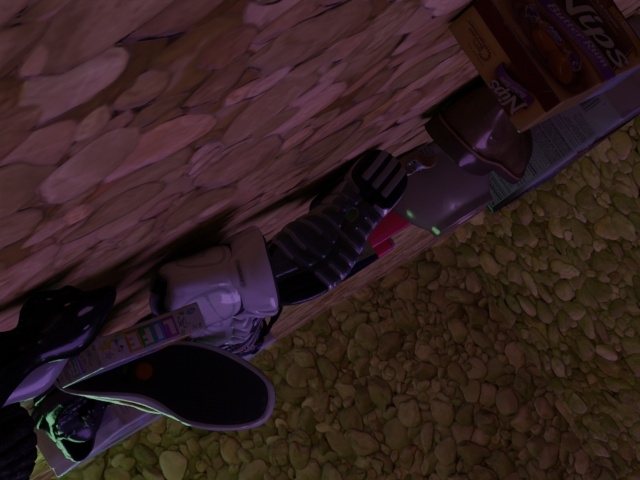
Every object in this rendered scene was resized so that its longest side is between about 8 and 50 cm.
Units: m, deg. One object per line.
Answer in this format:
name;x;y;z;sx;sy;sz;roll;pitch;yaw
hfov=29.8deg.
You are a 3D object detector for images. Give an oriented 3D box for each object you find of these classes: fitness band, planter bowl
fitness band;0.074;0.014;2.149;0.291;0.054;0.209;-33;174;-13
planter bowl;0.172;-0.073;1.674;0.162;0.109;0.162;-32;175;-3

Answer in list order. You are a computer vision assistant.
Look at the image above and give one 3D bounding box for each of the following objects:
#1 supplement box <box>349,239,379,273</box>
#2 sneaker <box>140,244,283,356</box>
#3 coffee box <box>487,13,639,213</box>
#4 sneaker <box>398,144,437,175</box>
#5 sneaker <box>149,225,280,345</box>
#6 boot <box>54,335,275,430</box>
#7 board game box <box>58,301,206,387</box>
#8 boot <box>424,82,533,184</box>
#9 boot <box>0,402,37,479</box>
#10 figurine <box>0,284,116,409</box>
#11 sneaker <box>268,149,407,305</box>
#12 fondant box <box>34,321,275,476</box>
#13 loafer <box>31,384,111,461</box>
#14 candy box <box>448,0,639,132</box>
supplement box;0.024;0.012;1.696;0.056;0.083;0.083;-36;173;30
sneaker;-0.095;0.090;1.571;0.299;0.112;0.121;-32;174;-17
coffee box;0.345;-0.174;1.708;0.168;0.119;0.297;-30;173;-36
sneaker;0.117;-0.101;1.561;0.083;0.032;0.037;-20;-179;-45
sneaker;-0.127;0.057;1.263;0.118;0.110;0.292;-14;169;-15
boot;-0.172;0.156;1.343;0.244;0.088;0.176;12;171;-2
board game box;-0.181;0.099;1.121;0.103;0.026;0.154;-20;176;-28
boot;0.227;-0.144;1.451;0.115;0.112;0.305;-46;169;17
boot;-0.457;0.291;1.188;0.348;0.131;0.260;-33;177;26
figurine;-0.280;0.123;1.003;0.209;0.092;0.215;-34;177;-34
sneaker;0.000;0.000;1.356;0.228;0.086;0.132;-44;-175;-24
fondant box;-0.260;0.223;1.876;0.330;0.096;0.238;-28;173;-46
loafer;-0.316;0.227;1.589;0.109;0.095;0.302;-31;174;-23
candy box;0.200;-0.169;1.024;0.053;0.109;0.186;-38;173;40
